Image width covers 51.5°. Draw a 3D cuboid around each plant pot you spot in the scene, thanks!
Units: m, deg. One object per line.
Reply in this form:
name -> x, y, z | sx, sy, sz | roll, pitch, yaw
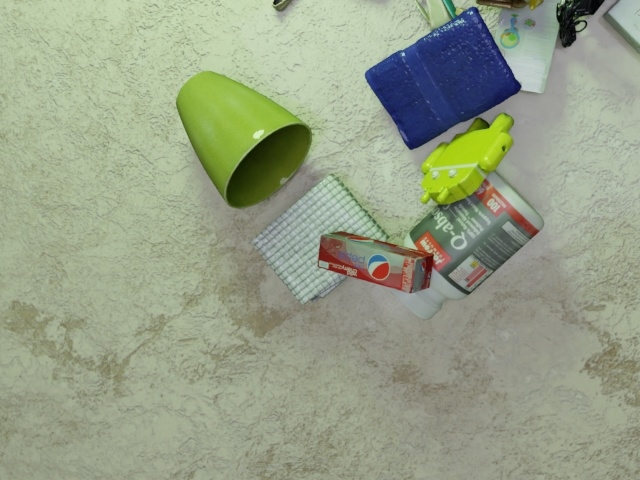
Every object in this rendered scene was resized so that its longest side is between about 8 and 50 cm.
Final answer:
plant pot -> -0.218, -0.277, 1.655 | 0.293, 0.274, 0.275 | 46, 107, 18

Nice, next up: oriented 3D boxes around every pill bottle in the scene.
pill bottle -> 0.332, 0.010, 1.592 | 0.210, 0.210, 0.363 | 45, 105, 1

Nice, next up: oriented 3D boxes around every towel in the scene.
towel -> 0.000, 0.000, 1.713 | 0.283, 0.121, 0.235 | -40, 92, 14
towel -> 0.285, -0.377, 1.564 | 0.308, 0.076, 0.228 | -25, 106, 32

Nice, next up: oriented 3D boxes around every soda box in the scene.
soda box -> 0.125, 0.047, 1.540 | 0.263, 0.092, 0.084 | 15, 105, 34
soda box -> 0.741, -0.459, 1.491 | 0.216, 0.069, 0.074 | 46, 106, 2

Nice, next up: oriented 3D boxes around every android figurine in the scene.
android figurine -> 0.332, -0.184, 1.540 | 0.056, 0.248, 0.273 | 46, 73, -22

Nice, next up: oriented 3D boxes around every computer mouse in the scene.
computer mouse -> 0.604, -0.577, 1.465 | 0.072, 0.188, 0.272 | 42, 98, 22

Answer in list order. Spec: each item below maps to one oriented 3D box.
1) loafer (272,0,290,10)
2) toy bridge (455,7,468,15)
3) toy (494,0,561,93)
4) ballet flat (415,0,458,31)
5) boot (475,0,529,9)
loafer -> -0.075, -0.626, 1.651 | 0.045, 0.039, 0.125 | 41, 106, 3
toy bridge -> 0.330, -0.454, 1.585 | 0.063, 0.026, 0.188 | -5, 122, -28
toy -> 0.479, -0.470, 1.553 | 0.136, 0.056, 0.238 | 13, 98, 13
ballet flat -> 0.249, -0.609, 1.569 | 0.086, 0.086, 0.249 | -20, 96, 15
boot -> 0.479, -0.622, 1.477 | 0.261, 0.095, 0.204 | 3, 83, 16
